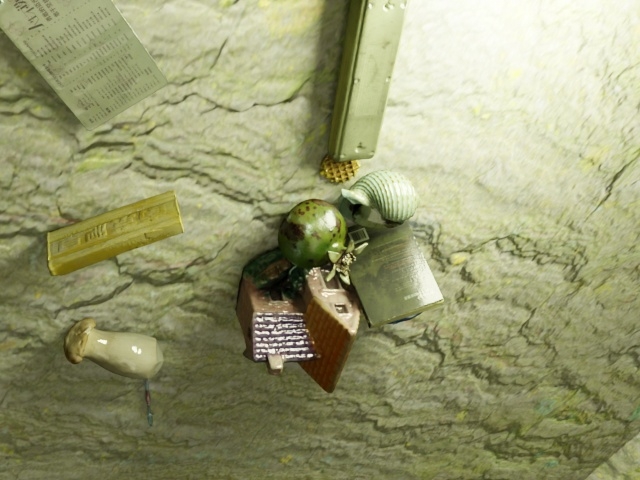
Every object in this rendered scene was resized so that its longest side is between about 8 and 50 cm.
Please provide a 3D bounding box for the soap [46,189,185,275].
[{"bbox_3d":[-0.373,-0.012,1.308,0.252,0.092,0.037,-19,135,-4],"label":"soap"}]

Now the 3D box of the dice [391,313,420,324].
[{"bbox_3d":[0.151,0.086,1.560,0.147,0.146,0.143,-13,135,-5],"label":"dice"}]

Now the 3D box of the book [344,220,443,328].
[{"bbox_3d":[0.135,0.054,1.469,0.160,0.228,0.024,-18,151,-5],"label":"book"}]

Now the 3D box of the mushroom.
[{"bbox_3d":[-0.423,0.229,1.505,0.213,0.088,0.097,28,106,-30],"label":"mushroom"}]

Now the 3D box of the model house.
[{"bbox_3d":[-0.034,0.162,1.490,0.237,0.237,0.202,5,129,-24],"label":"model house"}]

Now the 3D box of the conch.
[{"bbox_3d":[0.119,-0.082,1.428,0.153,0.102,0.135,18,141,7],"label":"conch"}]

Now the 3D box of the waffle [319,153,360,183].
[{"bbox_3d":[0.041,-0.144,1.402,0.078,0.016,0.085,-43,130,19],"label":"waffle"}]

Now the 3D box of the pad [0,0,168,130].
[{"bbox_3d":[-0.367,-0.298,1.108,0.160,0.009,0.265,-32,135,1],"label":"pad"}]

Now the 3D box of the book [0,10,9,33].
[{"bbox_3d":[-0.503,-0.338,1.027,0.077,0.014,0.111,-17,133,-6],"label":"book"}]

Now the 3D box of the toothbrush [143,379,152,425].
[{"bbox_3d":[-0.400,0.366,1.680,0.013,0.019,0.193,-6,130,-15],"label":"toothbrush"}]

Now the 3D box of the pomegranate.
[{"bbox_3d":[-0.005,-0.004,1.404,0.149,0.169,0.148,-18,123,-30],"label":"pomegranate"}]

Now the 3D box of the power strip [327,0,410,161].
[{"bbox_3d":[0.080,-0.305,1.243,0.092,0.066,0.387,-10,134,-24],"label":"power strip"}]
